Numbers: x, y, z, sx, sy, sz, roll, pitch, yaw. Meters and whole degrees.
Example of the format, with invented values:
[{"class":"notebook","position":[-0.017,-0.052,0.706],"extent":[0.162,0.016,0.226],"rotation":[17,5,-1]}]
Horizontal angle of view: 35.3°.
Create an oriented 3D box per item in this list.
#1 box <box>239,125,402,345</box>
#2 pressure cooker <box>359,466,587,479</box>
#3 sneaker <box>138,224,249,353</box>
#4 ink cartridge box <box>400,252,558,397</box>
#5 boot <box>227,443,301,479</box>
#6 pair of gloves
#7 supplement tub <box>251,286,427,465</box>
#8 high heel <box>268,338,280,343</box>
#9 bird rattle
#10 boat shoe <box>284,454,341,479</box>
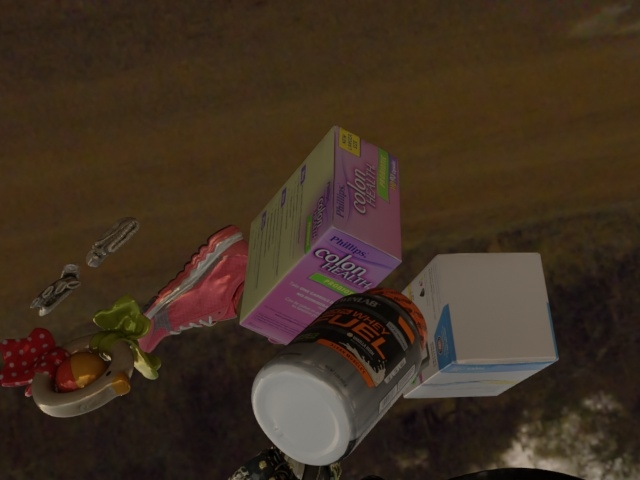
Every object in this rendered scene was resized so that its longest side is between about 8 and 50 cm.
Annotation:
[{"class":"box","position":[0.000,0.000,1.457],"extent":[0.117,0.213,0.243],"rotation":[26,130,-21]},{"class":"pressure cooker","position":[0.172,0.414,0.920],"extent":[0.370,0.375,0.420],"rotation":[2,149,-4]},{"class":"sneaker","position":[-0.229,0.121,1.886],"extent":[0.314,0.136,0.116],"rotation":[-47,176,6]},{"class":"ink cartridge box","position":[0.268,0.159,1.810],"extent":[0.197,0.198,0.270],"rotation":[0,159,-14]},{"class":"boot","position":[-0.020,0.336,1.271],"extent":[0.085,0.178,0.236],"rotation":[-23,164,-42]},{"class":"pair of gloves","position":[-0.418,0.040,1.790],"extent":[0.240,0.042,0.204],"rotation":[-43,-171,-9]},{"class":"supplement tub","position":[0.027,0.127,1.005],"extent":[0.117,0.117,0.190],"rotation":[-24,-171,38]},{"class":"high heel","position":[0.013,0.210,2.208],"extent":[0.244,0.117,0.082],"rotation":[-10,138,-23]},{"class":"bird rattle","position":[-0.381,0.192,1.573],"extent":[0.254,0.143,0.207],"rotation":[-13,-150,-5]},{"class":"boat shoe","position":[-0.011,0.365,1.625],"extent":[0.091,0.109,0.305],"rotation":[24,180,0]}]
